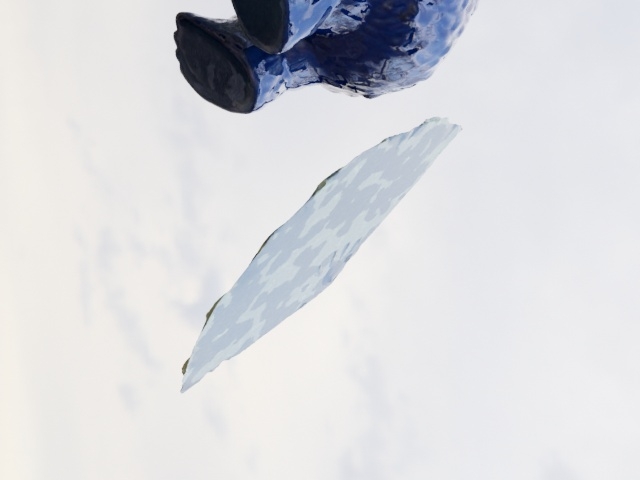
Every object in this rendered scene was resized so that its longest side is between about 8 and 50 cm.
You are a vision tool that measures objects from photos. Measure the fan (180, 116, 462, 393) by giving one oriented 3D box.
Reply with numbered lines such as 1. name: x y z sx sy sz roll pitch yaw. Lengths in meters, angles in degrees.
1. fan: 0.000 0.000 0.915 0.009 0.240 0.131 43 -13 18

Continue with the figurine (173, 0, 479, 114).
1. figurine: 0.047 -0.152 0.832 0.121 0.262 0.164 54 -20 0
